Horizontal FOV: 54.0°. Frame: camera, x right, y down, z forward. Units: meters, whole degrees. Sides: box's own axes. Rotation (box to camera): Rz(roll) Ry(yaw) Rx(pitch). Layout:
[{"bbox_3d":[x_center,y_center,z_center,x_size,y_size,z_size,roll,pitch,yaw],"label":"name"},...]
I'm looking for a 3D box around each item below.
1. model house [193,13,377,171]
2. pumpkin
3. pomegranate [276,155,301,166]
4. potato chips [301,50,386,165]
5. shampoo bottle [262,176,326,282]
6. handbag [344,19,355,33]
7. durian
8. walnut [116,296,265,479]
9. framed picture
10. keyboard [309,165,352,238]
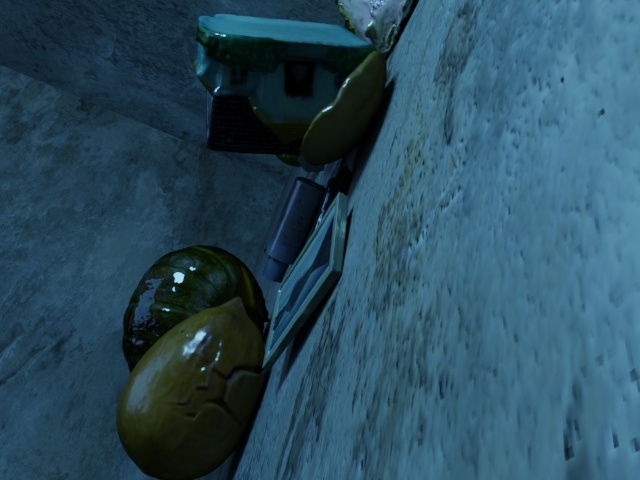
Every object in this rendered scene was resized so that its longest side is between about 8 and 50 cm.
[{"bbox_3d":[-0.073,-0.230,1.055,0.230,0.280,0.249,-117,31,-60],"label":"model house"},{"bbox_3d":[-0.233,0.165,1.195,0.320,0.192,0.321,-17,-71,-61],"label":"pumpkin"},{"bbox_3d":[-0.045,-0.275,1.633,0.156,0.156,0.220,-65,-3,28],"label":"pomegranate"},{"bbox_3d":[0.045,-0.175,0.904,0.195,0.061,0.208,-53,-4,-33],"label":"potato chips"},{"bbox_3d":[-0.058,-0.019,1.247,0.072,0.072,0.214,-96,28,-76],"label":"shampoo bottle"},{"bbox_3d":[0.083,-0.436,1.295,0.247,0.080,0.223,-91,14,-75],"label":"handbag"},{"bbox_3d":[0.091,-0.475,1.010,0.186,0.195,0.305,-64,1,-32],"label":"durian"},{"bbox_3d":[-0.185,0.218,0.964,0.203,0.203,0.298,132,162,-72],"label":"walnut"},{"bbox_3d":[-0.020,0.053,0.805,0.203,0.015,0.150,-56,16,38],"label":"framed picture"},{"bbox_3d":[0.001,0.000,0.910,0.072,0.023,0.231,-38,30,63],"label":"keyboard"}]
